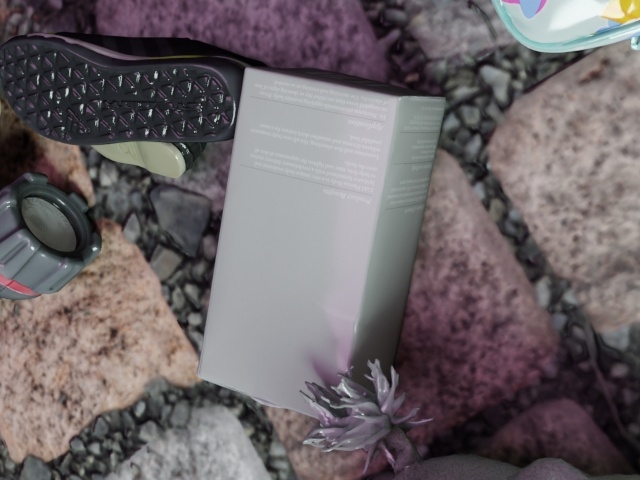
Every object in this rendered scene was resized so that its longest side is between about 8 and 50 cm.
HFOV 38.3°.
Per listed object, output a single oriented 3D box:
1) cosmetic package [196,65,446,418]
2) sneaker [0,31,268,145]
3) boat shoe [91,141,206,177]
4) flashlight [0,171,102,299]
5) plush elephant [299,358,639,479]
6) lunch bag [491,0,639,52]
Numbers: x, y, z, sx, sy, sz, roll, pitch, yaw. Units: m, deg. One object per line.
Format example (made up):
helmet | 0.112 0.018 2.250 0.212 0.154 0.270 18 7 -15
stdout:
cosmetic package | 0.000 0.000 0.675 0.127 0.107 0.237 17 106 24
sneaker | -0.140 -0.121 0.734 0.235 0.097 0.084 12 115 16
boat shoe | -0.156 -0.091 0.777 0.133 0.042 0.048 21 140 25
flashlight | -0.333 0.061 0.848 0.304 0.103 0.103 -37 74 24
plush elephant | 0.095 0.242 0.522 0.330 0.255 0.272 45 113 -8
lunch bag | 0.205 -0.234 0.515 0.279 0.108 0.224 -15 115 30
